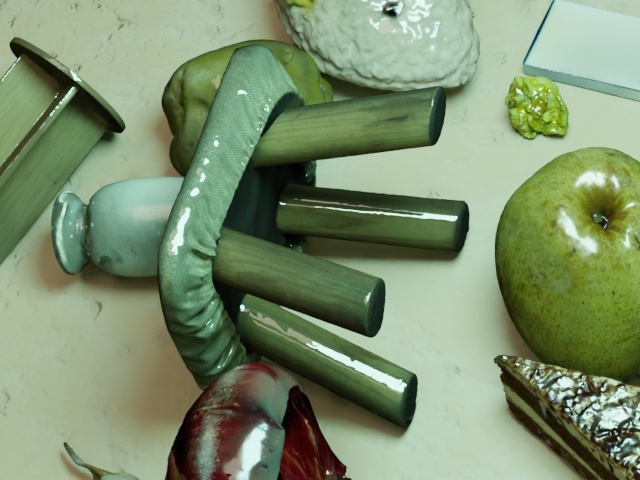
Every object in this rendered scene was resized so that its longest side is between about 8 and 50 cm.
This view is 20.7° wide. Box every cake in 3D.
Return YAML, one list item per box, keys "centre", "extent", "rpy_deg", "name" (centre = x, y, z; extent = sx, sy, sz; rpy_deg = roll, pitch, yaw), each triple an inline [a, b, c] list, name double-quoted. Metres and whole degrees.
- centre: [0.299, 0.171, 1.700]
  extent: [0.135, 0.112, 0.246]
  rpy_deg: [-37, 53, -14]
  name: "cake"

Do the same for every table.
- centre: [-0.358, -0.094, 2.017]
  extent: [0.167, 0.167, 0.227]
  rpy_deg: [31, 79, 29]
  name: "table"

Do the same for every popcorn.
- centre: [0.244, -0.151, 1.950]
  extent: [0.083, 0.059, 0.068]
  rpy_deg: [39, 74, 22]
  name: "popcorn"

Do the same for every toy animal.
- centre: [0.050, -0.324, 2.031]
  extent: [0.226, 0.188, 0.358]
  rpy_deg: [-11, 58, 4]
  name: "toy animal"

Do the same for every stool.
- centre: [0.000, 0.000, 1.764]
  extent: [0.226, 0.310, 0.310]
  rpy_deg: [9, 62, 18]
  name: "stool"

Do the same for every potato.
- centre: [-0.086, -0.148, 1.979]
  extent: [0.200, 0.137, 0.154]
  rpy_deg: [-21, 85, 17]
  name: "potato"

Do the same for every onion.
- centre: [-0.080, 0.251, 1.646]
  extent: [0.195, 0.272, 0.272]
  rpy_deg: [-8, 56, 17]
  name: "onion"

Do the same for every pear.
- centre: [0.269, 0.021, 1.740]
  extent: [0.188, 0.211, 0.228]
  rpy_deg: [-13, 57, 3]
  name: "pear"

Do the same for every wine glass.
- centre: [-0.191, -0.015, 1.938]
  extent: [0.204, 0.111, 0.111]
  rpy_deg: [-3, 57, 13]
  name: "wine glass"

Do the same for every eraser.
- centre: [0.319, -0.219, 1.996]
  extent: [0.150, 0.023, 0.104]
  rpy_deg: [16, 64, 23]
  name: "eraser"

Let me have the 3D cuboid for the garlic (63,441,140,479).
- centre: [-0.219, 0.333, 1.711]
  extent: [0.196, 0.151, 0.338]
  rpy_deg: [-6, 54, 25]
  name: "garlic"
